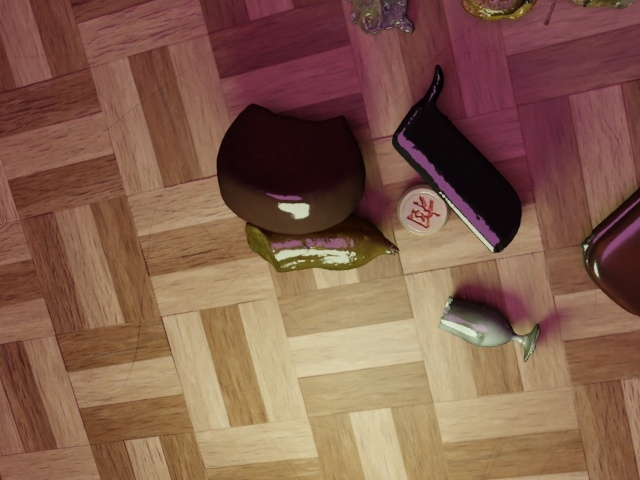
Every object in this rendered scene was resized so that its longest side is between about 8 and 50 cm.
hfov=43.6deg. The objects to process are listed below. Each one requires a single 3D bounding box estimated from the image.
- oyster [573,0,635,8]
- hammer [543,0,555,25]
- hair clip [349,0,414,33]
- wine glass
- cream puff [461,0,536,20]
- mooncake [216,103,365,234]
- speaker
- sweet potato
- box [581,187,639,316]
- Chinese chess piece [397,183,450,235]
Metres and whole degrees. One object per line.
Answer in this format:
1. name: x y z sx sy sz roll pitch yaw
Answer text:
1. oyster: 0.618 -0.595 1.589 0.351 0.115 0.238 -27 95 19
2. hammer: 0.501 -0.518 1.695 0.029 0.014 0.123 24 111 18
3. hair clip: 0.127 -0.544 1.767 0.146 0.056 0.187 -2 105 23
4. wine glass: 0.388 0.203 1.851 0.222 0.103 0.103 18 107 10
5. cream puff: 0.377 -0.549 1.658 0.189 0.129 0.189 9 117 18
6. mooncake: -0.074 -0.166 1.813 0.325 0.174 0.334 -18 55 -7
7. speaker: 0.318 -0.175 1.743 0.184 0.180 0.388 -42 90 15
8. sweet potato: 0.000 0.000 1.886 0.369 0.158 0.158 -3 103 5
9. box: 0.759 -0.016 1.685 0.263 0.108 0.404 42 111 -7
10. Chinese chess piece: 0.239 -0.071 1.852 0.122 0.051 0.122 3 103 14
